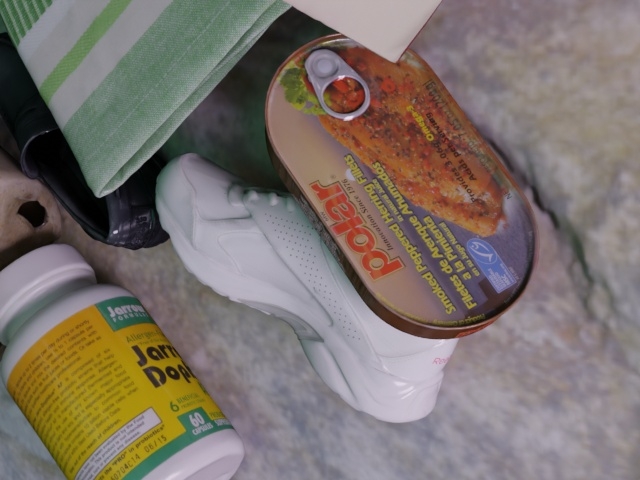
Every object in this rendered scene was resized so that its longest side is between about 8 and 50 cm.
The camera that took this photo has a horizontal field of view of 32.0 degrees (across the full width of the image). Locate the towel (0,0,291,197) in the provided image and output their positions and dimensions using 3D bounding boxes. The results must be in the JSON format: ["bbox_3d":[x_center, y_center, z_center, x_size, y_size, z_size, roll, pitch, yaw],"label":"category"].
[{"bbox_3d":[-0.137,-0.231,0.706,0.248,0.038,0.325,-40,71,30],"label":"towel"}]

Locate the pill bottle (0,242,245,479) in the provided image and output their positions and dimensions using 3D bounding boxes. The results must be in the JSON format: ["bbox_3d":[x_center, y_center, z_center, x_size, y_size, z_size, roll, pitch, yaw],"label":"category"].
[{"bbox_3d":[-0.159,0.107,0.819,0.208,0.117,0.117,50,127,19],"label":"pill bottle"}]

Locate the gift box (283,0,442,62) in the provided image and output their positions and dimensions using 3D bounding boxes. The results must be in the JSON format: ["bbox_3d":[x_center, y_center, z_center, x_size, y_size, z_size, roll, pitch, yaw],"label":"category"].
[{"bbox_3d":[-0.043,-0.248,0.477,0.276,0.258,0.255,37,101,20],"label":"gift box"}]

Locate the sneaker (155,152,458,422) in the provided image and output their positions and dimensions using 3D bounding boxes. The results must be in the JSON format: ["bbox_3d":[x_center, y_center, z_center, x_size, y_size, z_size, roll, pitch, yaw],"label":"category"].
[{"bbox_3d":[0.000,0.000,0.691,0.232,0.090,0.115,37,116,17],"label":"sneaker"}]

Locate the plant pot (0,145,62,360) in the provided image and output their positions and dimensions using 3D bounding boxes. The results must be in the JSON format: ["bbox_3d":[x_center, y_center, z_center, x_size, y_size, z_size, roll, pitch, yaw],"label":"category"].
[{"bbox_3d":[-0.386,-0.024,0.871,0.305,0.334,0.334,32,121,16],"label":"plant pot"}]

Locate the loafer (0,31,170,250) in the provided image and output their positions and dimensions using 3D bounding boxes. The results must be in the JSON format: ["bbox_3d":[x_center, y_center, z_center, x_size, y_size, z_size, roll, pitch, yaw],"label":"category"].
[{"bbox_3d":[-0.189,-0.078,0.820,0.223,0.078,0.076,46,122,22],"label":"loafer"}]

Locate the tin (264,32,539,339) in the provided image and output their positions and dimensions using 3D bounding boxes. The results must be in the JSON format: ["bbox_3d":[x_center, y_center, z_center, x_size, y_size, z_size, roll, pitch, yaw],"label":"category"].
[{"bbox_3d":[0.042,-0.031,0.627,0.190,0.106,0.040,57,161,14],"label":"tin"}]
